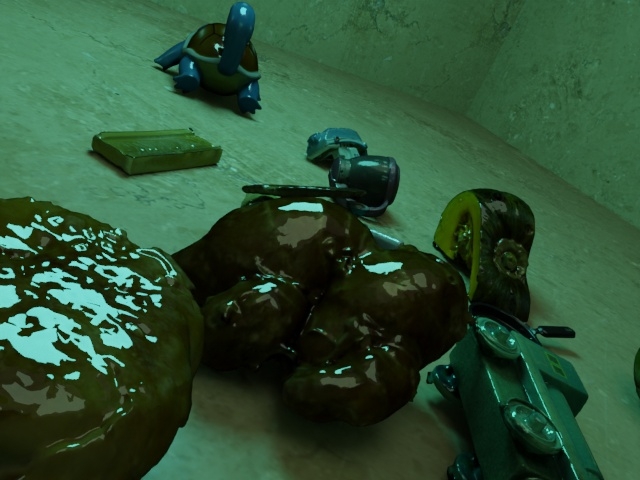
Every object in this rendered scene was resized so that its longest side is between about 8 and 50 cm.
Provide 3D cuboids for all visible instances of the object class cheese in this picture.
[{"bbox_3d":[-0.098,-0.064,1.105,0.084,0.041,0.060,30,24,9],"label":"cheese"}]

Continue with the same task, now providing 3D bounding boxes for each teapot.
[{"bbox_3d":[0.086,-0.115,1.370,0.146,0.148,0.116,10,-12,-8],"label":"teapot"}]

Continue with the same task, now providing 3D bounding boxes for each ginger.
[{"bbox_3d":[-0.015,0.075,0.750,0.358,0.152,0.274,27,51,14],"label":"ginger"}]

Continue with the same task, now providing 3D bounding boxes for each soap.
[{"bbox_3d":[-0.282,-0.162,1.140,0.092,0.037,0.252,32,23,18],"label":"soap"}]

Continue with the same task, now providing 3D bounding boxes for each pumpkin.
[{"bbox_3d":[0.319,0.033,1.283,0.139,0.190,0.280,19,66,-16],"label":"pumpkin"}]

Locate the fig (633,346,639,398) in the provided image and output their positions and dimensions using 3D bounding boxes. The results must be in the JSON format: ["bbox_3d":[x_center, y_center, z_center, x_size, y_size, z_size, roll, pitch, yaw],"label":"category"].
[{"bbox_3d":[0.654,0.252,1.047,0.275,0.206,0.206,39,22,-4],"label":"fig"}]

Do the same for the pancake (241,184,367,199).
[{"bbox_3d":[-0.025,-0.078,1.028,0.199,0.021,0.199,2,4,0],"label":"pancake"}]

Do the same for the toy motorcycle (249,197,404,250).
[{"bbox_3d":[0.000,0.000,0.979,0.260,0.110,0.171,21,20,7],"label":"toy motorcycle"}]

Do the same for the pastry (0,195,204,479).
[{"bbox_3d":[-0.220,0.090,0.470,0.255,0.161,0.311,25,20,-7],"label":"pastry"}]

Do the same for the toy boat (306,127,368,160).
[{"bbox_3d":[0.054,-0.207,1.567,0.215,0.088,0.102,-6,72,-53],"label":"toy boat"}]

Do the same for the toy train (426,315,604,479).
[{"bbox_3d":[0.241,0.215,0.744,0.194,0.120,0.298,29,23,-12],"label":"toy train"}]

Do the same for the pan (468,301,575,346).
[{"bbox_3d":[0.348,0.158,1.100,0.235,0.028,0.136,9,28,-28],"label":"pan"}]

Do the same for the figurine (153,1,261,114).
[{"bbox_3d":[-0.264,-0.456,1.642,0.298,0.242,0.416,7,6,-19],"label":"figurine"}]
